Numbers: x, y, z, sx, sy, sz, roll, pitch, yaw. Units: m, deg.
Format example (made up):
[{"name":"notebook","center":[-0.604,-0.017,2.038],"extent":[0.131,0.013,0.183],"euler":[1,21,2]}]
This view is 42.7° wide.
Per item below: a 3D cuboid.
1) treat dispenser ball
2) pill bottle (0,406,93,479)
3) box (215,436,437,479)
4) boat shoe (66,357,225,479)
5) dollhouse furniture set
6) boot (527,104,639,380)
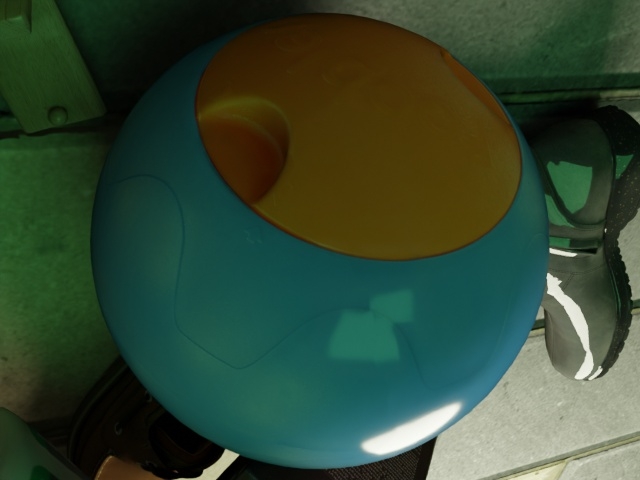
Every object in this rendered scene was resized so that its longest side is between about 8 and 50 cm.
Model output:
[{"name":"treat dispenser ball","center":[0.000,0.000,0.534],"extent":[0.288,0.288,0.288],"euler":[-17,135,-18]},{"name":"pill bottle","center":[-0.222,0.323,0.696],"extent":[0.204,0.204,0.361],"euler":[-34,121,0]},{"name":"box","center":[-0.024,0.236,0.703],"extent":[0.191,0.143,0.381],"euler":[-45,176,12]},{"name":"boat shoe","center":[-0.142,0.163,0.730],"extent":[0.111,0.104,0.307],"euler":[6,125,-37]},{"name":"dollhouse furniture set","center":[-0.206,-0.049,0.452],"extent":[0.144,0.151,0.123],"euler":[-13,145,0]},{"name":"boot","center":[0.194,0.032,0.828],"extent":[0.223,0.118,0.338],"euler":[-18,124,-13]}]
